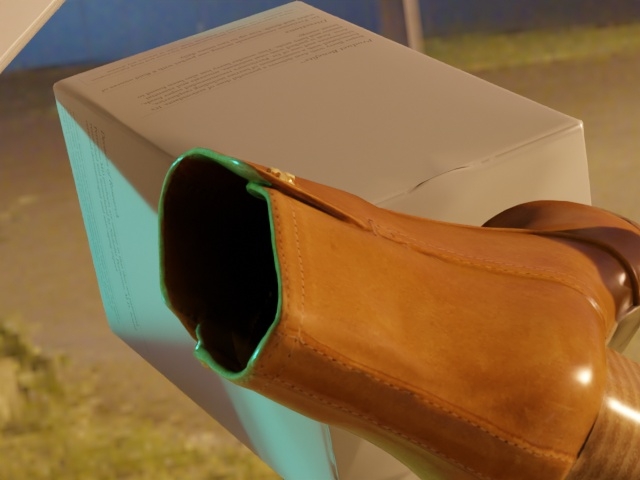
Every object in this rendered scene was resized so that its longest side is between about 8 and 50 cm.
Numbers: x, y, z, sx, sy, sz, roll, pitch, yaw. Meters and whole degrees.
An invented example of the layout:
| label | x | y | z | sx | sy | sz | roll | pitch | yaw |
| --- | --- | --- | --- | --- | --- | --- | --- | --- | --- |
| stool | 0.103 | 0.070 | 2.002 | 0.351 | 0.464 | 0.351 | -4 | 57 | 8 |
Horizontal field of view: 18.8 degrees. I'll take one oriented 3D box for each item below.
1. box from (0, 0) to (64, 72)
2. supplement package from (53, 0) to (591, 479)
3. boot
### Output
| label | x | y | z | sx | sy | sz | roll | pitch | yaw |
| --- | --- | --- | --- | --- | --- | --- | --- | --- | --- |
| box | -0.270 | -0.175 | 1.112 | 0.058 | 0.232 | 0.322 | -40 | 14 | 48 |
| supplement package | 0.000 | 0.000 | 1.081 | 0.177 | 0.175 | 0.293 | -21 | 28 | -23 |
| boot | 0.034 | 0.012 | 0.759 | 0.211 | 0.104 | 0.295 | 26 | 13 | -18 |
